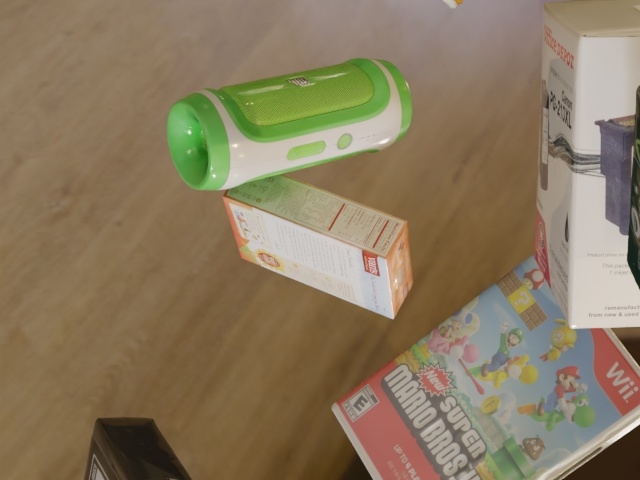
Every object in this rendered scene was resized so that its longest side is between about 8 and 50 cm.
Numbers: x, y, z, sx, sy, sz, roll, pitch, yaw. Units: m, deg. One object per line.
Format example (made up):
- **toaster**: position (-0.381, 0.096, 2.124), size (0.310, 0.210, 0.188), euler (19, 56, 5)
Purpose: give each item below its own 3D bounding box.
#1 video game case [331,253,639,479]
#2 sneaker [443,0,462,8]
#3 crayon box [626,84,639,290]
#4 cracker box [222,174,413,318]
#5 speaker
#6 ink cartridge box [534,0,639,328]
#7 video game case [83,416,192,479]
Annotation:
- **video game case**: position (0.171, 0.166, 1.313), size (0.204, 0.285, 0.025), euler (57, 10, 30)
- **sneaker**: position (-0.002, -0.281, 1.012), size (0.126, 0.321, 0.127), euler (16, 100, -64)
- **crayon box**: position (0.365, -0.060, 0.849), size (0.202, 0.319, 0.081), euler (75, -2, -55)
- **cracker box**: position (0.000, 0.000, 1.663), size (0.067, 0.232, 0.155), euler (-59, 160, -25)
- **speaker**: position (-0.034, -0.147, 1.608), size (0.296, 0.131, 0.131), euler (-16, 98, -31)
- **ink cartridge box**: position (0.238, -0.069, 1.059), size (0.172, 0.100, 0.237), euler (-93, -179, -72)
- **video game case**: position (-0.066, 0.249, 0.526), size (0.035, 0.248, 0.274), euler (4, 107, -26)
